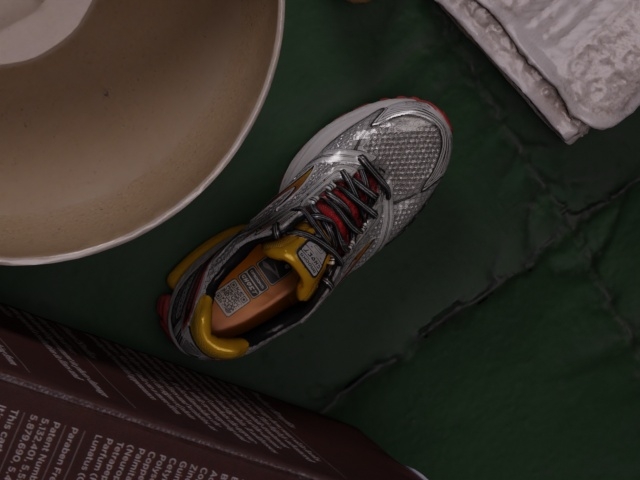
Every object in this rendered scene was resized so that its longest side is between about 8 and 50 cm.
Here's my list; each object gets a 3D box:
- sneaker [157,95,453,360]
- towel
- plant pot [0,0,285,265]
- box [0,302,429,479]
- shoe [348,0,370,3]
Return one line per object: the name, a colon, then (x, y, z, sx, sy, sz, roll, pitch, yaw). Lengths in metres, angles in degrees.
sneaker: (0.000, 0.000, 1.257, 0.225, 0.093, 0.088, -44, 105, -4)
towel: (0.205, -0.214, 1.293, 0.282, 0.049, 0.187, -46, 106, -3)
plant pot: (-0.179, -0.148, 1.134, 0.284, 0.191, 0.284, -4, 107, -14)
box: (-0.115, 0.145, 1.163, 0.381, 0.191, 0.143, 20, 96, -29)
shoe: (0.014, -0.258, 1.241, 0.076, 0.058, 0.219, -18, 111, -55)
